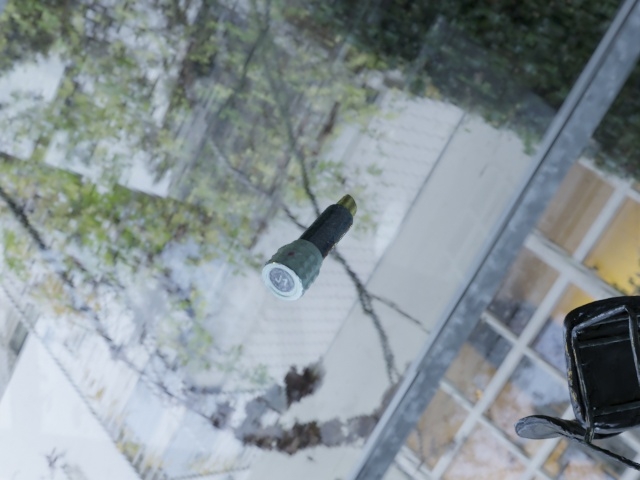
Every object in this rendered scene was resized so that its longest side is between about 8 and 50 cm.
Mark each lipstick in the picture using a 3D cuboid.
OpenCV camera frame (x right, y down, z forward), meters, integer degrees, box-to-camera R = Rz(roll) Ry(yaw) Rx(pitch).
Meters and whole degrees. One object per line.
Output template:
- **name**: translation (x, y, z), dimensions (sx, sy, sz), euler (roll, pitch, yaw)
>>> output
- **lipstick**: translation (0.000, 0.000, 0.787), dimensions (0.037, 0.037, 0.116), euler (33, -136, 11)

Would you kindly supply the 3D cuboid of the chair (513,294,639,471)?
- **chair**: translation (0.284, 0.125, 0.976), dimensions (0.140, 0.145, 0.221), euler (-7, 178, -23)
